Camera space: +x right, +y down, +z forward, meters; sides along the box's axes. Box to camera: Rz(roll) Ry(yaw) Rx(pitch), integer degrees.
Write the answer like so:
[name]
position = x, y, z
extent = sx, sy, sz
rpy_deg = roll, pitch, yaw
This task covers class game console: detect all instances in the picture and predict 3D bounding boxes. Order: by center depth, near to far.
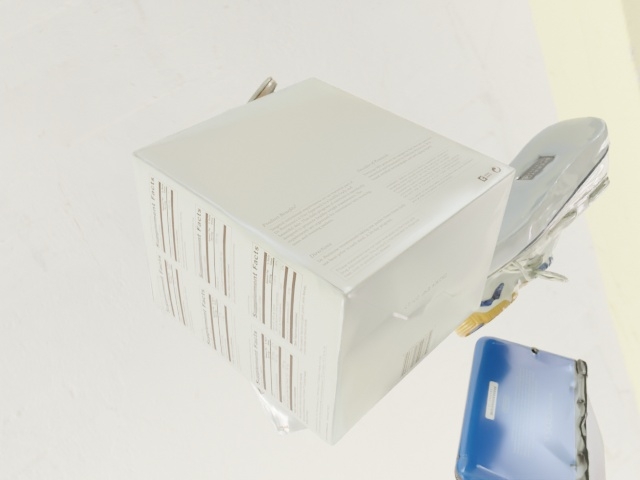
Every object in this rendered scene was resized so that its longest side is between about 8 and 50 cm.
[game console]
position = 0.321, 0.318, 0.989
extent = 0.250, 0.293, 0.174
rpy_deg = 15, -54, 10

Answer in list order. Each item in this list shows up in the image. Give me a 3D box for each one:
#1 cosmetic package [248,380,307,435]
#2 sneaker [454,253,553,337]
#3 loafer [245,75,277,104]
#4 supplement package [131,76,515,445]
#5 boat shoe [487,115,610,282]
[cosmetic package]
position = -0.038, 0.166, 1.021
extent = 0.085, 0.231, 0.117
rpy_deg = -17, -62, 11
[sneaker]
position = 0.252, 0.029, 1.011
extent = 0.112, 0.131, 0.296
rpy_deg = -45, -12, 34
[loafer]
position = -0.089, -0.169, 0.912
extent = 0.039, 0.045, 0.125
rpy_deg = 38, -119, -13
[supplement package]
position = 0.000, 0.000, 0.519
extent = 0.194, 0.203, 0.149
rpy_deg = -32, -39, -37
[boat shoe]
position = 0.264, -0.009, 0.871
extent = 0.367, 0.135, 0.157
rpy_deg = -40, -60, -30
